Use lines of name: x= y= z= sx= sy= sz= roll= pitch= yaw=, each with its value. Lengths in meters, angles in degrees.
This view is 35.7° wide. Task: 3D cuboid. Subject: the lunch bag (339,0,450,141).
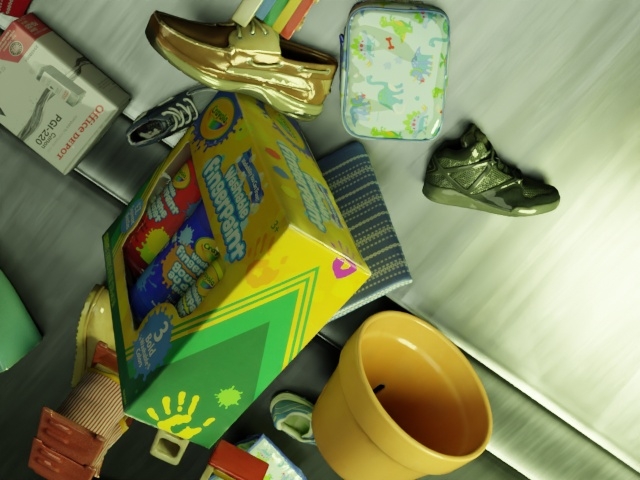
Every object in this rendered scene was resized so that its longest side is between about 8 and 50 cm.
lunch bag: x=0.115 y=-0.272 z=1.585 sx=0.176 sy=0.090 sz=0.219 roll=3 pitch=110 yaw=2

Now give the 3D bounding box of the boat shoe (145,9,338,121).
boat shoe: x=-0.111 y=-0.293 z=1.532 sx=0.324 sy=0.123 sz=0.120 roll=16 pitch=119 yaw=-37

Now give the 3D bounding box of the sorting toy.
sorting toy: x=-0.010 y=-0.422 z=1.448 sx=0.089 sy=0.257 sz=0.255 roll=34 pitch=109 yaw=-9

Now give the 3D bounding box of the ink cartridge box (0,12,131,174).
ink cartridge box: x=-0.448 y=-0.240 z=1.634 sx=0.218 sy=0.092 sz=0.158 roll=39 pitch=108 yaw=-12

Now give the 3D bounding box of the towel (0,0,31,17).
towel: x=-0.513 y=-0.442 z=1.490 sx=0.031 sy=0.274 sz=0.199 roll=46 pitch=110 yaw=23

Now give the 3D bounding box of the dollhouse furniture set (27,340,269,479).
dollhouse furniture set: x=-0.278 y=0.356 z=1.689 sx=0.374 sy=0.201 sz=0.152 roll=27 pitch=124 yaw=0

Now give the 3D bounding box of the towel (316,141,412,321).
towel: x=0.000 y=0.000 z=1.580 sx=0.243 sy=0.336 sz=0.040 roll=-28 pitch=134 yaw=12

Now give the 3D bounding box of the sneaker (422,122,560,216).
sneaker: x=0.290 y=-0.114 z=1.632 sx=0.227 sy=0.087 sz=0.130 roll=11 pitch=117 yaw=5

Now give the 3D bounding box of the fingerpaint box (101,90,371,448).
fingerpaint box: x=-0.156 y=0.017 z=1.509 sx=0.163 sy=0.445 sz=0.371 roll=31 pitch=111 yaw=-32

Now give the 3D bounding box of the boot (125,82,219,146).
boot: x=-0.228 y=-0.205 z=1.634 sx=0.190 sy=0.086 sz=0.069 roll=-25 pitch=106 yaw=12

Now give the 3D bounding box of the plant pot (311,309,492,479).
plant pot: x=0.122 y=0.296 z=1.710 sx=0.290 sy=0.291 sz=0.203 roll=36 pitch=125 yaw=-9

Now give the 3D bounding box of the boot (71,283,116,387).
boot: x=-0.301 y=0.207 z=1.795 sx=0.269 sy=0.089 sz=0.236 roll=14 pitch=123 yaw=0

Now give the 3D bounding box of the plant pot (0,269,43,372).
plant pot: x=-0.636 y=0.122 z=1.749 sx=0.165 sy=0.166 sz=0.234 roll=-20 pitch=100 yaw=11

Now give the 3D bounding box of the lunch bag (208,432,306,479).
lunch bag: x=-0.120 y=0.439 z=1.859 sx=0.151 sy=0.096 sz=0.129 roll=-36 pitch=104 yaw=25

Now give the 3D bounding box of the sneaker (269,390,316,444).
sneaker: x=0.003 y=0.352 z=1.826 sx=0.211 sy=0.081 sz=0.080 roll=19 pitch=109 yaw=-5
